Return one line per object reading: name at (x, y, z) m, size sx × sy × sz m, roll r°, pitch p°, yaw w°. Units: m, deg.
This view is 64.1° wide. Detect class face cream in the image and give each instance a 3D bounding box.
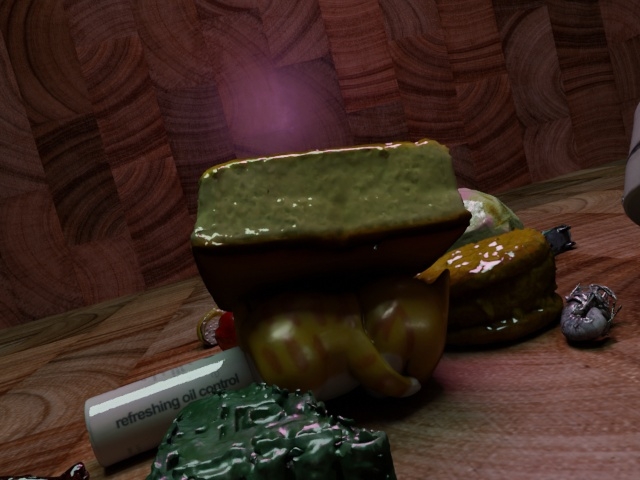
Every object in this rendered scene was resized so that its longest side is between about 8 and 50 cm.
face cream at (-0.150, 0.206, 0.702) m, size 0.311 × 0.093 × 0.092 m, roll -16°, pitch 5°, yaw -20°

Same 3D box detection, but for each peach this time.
peach at (-0.156, 0.176, 0.994) m, size 0.100 × 0.101 × 0.101 m, roll -15°, pitch 5°, yaw 1°

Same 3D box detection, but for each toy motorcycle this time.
toy motorcycle at (0.511, 0.007, 1.165) m, size 0.173 × 0.058 × 0.100 m, roll -17°, pitch -2°, yaw -38°

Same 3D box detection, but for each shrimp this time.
shrimp at (0.365, 0.089, 0.686) m, size 0.165 × 0.057 × 0.065 m, roll -33°, pitch 1°, yaw -43°

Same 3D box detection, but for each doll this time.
doll at (0.029, 0.129, 0.628) m, size 0.269 × 0.162 × 0.167 m, roll -3°, pitch -28°, yaw -9°

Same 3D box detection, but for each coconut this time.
coconut at (0.302, -0.006, 1.061) m, size 0.204 × 0.236 × 0.235 m, roll -32°, pitch -7°, yaw 40°

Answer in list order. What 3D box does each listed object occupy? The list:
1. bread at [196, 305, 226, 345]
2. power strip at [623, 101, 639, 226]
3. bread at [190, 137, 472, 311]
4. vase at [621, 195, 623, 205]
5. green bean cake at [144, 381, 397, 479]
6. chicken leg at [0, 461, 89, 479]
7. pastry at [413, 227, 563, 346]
bread at (-0.228, 0.192, 1.198) m, size 0.157 × 0.083 × 0.094 m, roll -20°, pitch -5°, yaw -37°
power strip at (0.608, -0.098, 0.671) m, size 0.356 × 0.162 × 0.357 m, roll 14°, pitch -13°, yaw 3°
bread at (0.000, 0.000, 0.712) m, size 0.323 × 0.143 × 0.333 m, roll -8°, pitch -17°, yaw -7°
vase at (0.871, -0.124, 1.306) m, size 0.182 × 0.120 × 0.120 m, roll -30°, pitch -6°, yaw 43°
green bean cake at (-0.044, 0.193, 0.453) m, size 0.193 × 0.107 × 0.208 m, roll -16°, pitch 4°, yaw -6°
chicken leg at (-0.368, 0.298, 0.557) m, size 0.218 × 0.049 × 0.089 m, roll -17°, pitch 9°, yaw -25°
pastry at (0.251, 0.067, 0.809) m, size 0.240 × 0.132 × 0.235 m, roll -18°, pitch 7°, yaw -39°
